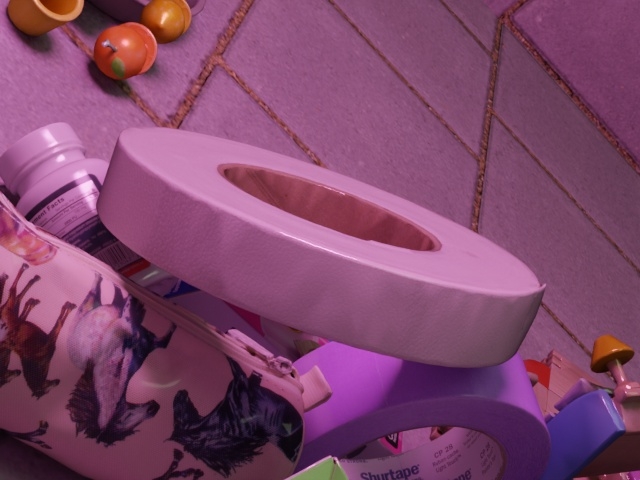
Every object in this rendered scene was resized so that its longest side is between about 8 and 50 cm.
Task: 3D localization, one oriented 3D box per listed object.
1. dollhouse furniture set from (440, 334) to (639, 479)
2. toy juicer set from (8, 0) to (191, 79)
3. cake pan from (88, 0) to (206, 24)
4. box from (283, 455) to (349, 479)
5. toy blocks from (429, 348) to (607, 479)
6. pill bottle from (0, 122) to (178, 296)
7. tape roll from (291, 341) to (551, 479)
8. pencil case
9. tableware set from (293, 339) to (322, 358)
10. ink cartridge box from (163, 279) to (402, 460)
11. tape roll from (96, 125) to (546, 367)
[{"bbox_3d":[0.305,0.167,1.541,0.286,0.303,0.198,-1,55,-32],"label":"dollhouse furniture set"},{"bbox_3d":[-0.218,-0.332,1.683,0.209,0.089,0.329,33,50,-28],"label":"toy juicer set"},{"bbox_3d":[-0.266,-0.381,1.836,0.293,0.054,0.293,39,28,-26],"label":"cake pan"},{"bbox_3d":[-0.004,0.326,1.095,0.127,0.231,0.262,-23,75,-26],"label":"box"},{"bbox_3d":[0.253,0.244,1.781,0.261,0.191,0.381,35,29,-7],"label":"toy blocks"},{"bbox_3d":[-0.220,-0.014,1.361,0.180,0.108,0.108,57,25,10],"label":"pill bottle"},{"bbox_3d":[0.074,0.193,1.386,0.275,0.275,0.090,29,35,-41],"label":"tape roll"},{"bbox_3d":[-0.193,0.083,1.187,0.410,0.183,0.160,36,5,-30],"label":"pencil case"},{"bbox_3d":[0.020,0.108,1.566,0.169,0.020,0.141,20,39,-49],"label":"tableware set"},{"bbox_3d":[-0.053,0.085,1.573,0.371,0.069,0.176,41,27,-17],"label":"ink cartridge box"},{"bbox_3d":[0.000,0.000,1.277,0.392,0.072,0.392,20,11,-4],"label":"tape roll"}]
